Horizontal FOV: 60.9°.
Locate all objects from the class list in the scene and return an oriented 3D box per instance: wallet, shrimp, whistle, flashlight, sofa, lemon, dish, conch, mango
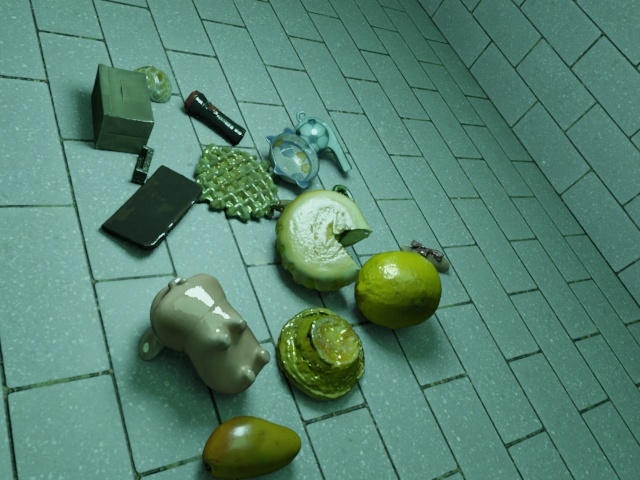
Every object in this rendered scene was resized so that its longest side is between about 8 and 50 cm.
[{"bbox_3d":[-0.480,-0.098,1.595,0.165,0.042,0.309,27,46,1],"label":"wallet"},{"bbox_3d":[-0.074,-0.078,1.840,0.251,0.052,0.143,7,63,-40],"label":"shrimp"},{"bbox_3d":[-0.013,-0.367,2.093,0.163,0.163,0.290,-45,111,-47],"label":"whistle"},{"bbox_3d":[-0.371,-0.436,1.940,0.232,0.093,0.093,36,43,-3],"label":"flashlight"},{"bbox_3d":[-0.545,-0.232,1.670,0.039,0.060,0.118,20,46,-24],"label":"sofa"},{"bbox_3d":[0.244,0.154,1.736,0.284,0.260,0.260,-8,55,-4],"label":"lemon"},{"bbox_3d":[-0.121,-0.287,1.971,0.228,0.086,0.236,23,52,-24],"label":"dish"},{"bbox_3d":[-0.585,-0.548,1.884,0.173,0.106,0.116,22,62,-36],"label":"conch"},{"bbox_3d":[-0.157,0.484,1.286,0.253,0.113,0.138,5,54,-32],"label":"mango"}]

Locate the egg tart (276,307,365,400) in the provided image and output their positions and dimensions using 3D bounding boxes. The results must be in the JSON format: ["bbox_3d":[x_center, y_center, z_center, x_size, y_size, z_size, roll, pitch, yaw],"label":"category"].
[{"bbox_3d":[0.016,0.306,1.547,0.294,0.123,0.294,17,48,-20],"label":"egg tart"}]

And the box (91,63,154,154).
[{"bbox_3d":[-0.622,-0.410,1.700,0.149,0.155,0.231,3,52,-32],"label":"box"}]

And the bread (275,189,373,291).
[{"bbox_3d":[0.000,0.000,1.738,0.333,0.160,0.333,3,68,-9],"label":"bread"}]

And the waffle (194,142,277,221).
[{"bbox_3d":[-0.276,-0.199,1.826,0.292,0.056,0.309,17,46,-21],"label":"waffle"}]

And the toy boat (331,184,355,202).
[{"bbox_3d":[0.096,-0.120,2.009,0.104,0.052,0.210,1,55,-30],"label":"toy boat"}]

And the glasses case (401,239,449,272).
[{"bbox_3d":[0.403,0.047,2.060,0.193,0.070,0.102,15,47,-24],"label":"glasses case"}]

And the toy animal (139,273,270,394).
[{"bbox_3d":[-0.280,0.232,1.353,0.237,0.269,0.326,-44,117,-46],"label":"toy animal"}]
